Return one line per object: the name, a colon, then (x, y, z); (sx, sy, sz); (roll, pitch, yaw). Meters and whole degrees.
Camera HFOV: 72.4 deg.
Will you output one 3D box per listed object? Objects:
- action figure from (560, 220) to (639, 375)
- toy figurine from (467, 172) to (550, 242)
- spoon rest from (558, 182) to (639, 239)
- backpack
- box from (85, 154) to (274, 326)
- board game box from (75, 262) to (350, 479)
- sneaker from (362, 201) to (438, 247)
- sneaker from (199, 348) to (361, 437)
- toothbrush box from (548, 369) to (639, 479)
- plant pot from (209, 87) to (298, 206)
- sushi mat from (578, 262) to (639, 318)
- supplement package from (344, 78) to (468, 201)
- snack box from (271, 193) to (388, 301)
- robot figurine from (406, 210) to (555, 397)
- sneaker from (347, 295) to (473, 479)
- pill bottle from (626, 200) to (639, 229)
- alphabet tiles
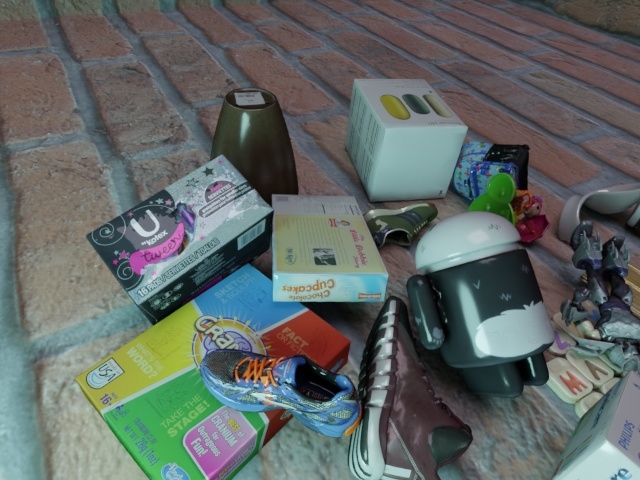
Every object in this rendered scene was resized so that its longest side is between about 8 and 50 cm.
action figure: (0.511, 0.104, 0.767); (0.185, 0.099, 0.285); (12, 49, 2)
toy figurine: (0.424, -0.056, 0.942); (0.159, 0.173, 0.130); (0, 23, -26)
spoon rest: (0.653, -0.089, 1.028); (0.276, 0.084, 0.137); (-27, 12, -29)
backpack: (0.390, -0.152, 1.036); (0.173, 0.158, 0.117); (18, 56, 35)
box: (-0.217, 0.002, 0.724); (0.247, 0.163, 0.142); (-39, 76, -23)
board game box: (-0.146, 0.193, 0.654); (0.242, 0.064, 0.316); (32, 48, 26)
sneaker: (0.183, -0.026, 0.944); (0.192, 0.064, 0.086); (-7, 61, -25)
sneaker: (-0.050, 0.178, 0.566); (0.221, 0.087, 0.083); (12, 42, 6)
toothbrush box: (0.436, 0.317, 0.491); (0.283, 0.122, 0.206); (42, 34, 27)
plant pot: (-0.152, -0.207, 0.972); (0.215, 0.231, 0.216); (3, 42, -3)
sushi mat: (0.663, 0.140, 0.819); (0.151, 0.019, 0.316); (-16, 44, -31)
supplement package: (0.196, -0.255, 1.088); (0.199, 0.198, 0.263); (-4, 43, -12)
snack box: (0.000, 0.000, 0.834); (0.186, 0.060, 0.322); (1, 28, -7)
robot figurine: (0.250, 0.094, 0.684); (0.173, 0.209, 0.279); (-19, 80, 23)
sneaker: (0.142, 0.222, 0.645); (0.162, 0.107, 0.282); (18, 49, 0)
pill bottle: (0.831, -0.041, 0.984); (0.208, 0.119, 0.119); (33, 48, 27)
alphabet tiles: (0.514, 0.218, 0.735); (0.283, 0.021, 0.278); (-16, 47, -24)
